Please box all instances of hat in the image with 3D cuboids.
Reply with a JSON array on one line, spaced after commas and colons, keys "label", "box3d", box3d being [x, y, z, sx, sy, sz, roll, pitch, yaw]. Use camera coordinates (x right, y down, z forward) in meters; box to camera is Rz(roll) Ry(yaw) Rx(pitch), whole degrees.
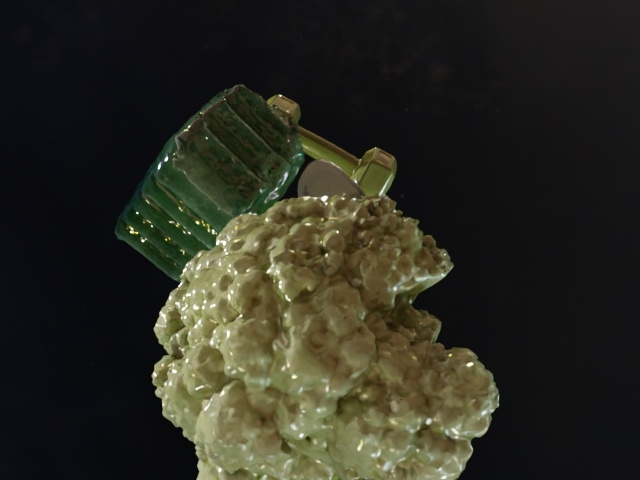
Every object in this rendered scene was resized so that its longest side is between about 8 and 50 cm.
[{"label": "hat", "box3d": [0.000, 0.000, 0.915, 0.149, 0.214, 0.245, -32, -127, -31]}]

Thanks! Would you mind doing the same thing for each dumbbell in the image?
[{"label": "dumbbell", "box3d": [0.009, -0.182, 1.120, 0.302, 0.108, 0.121, 28, -140, -5]}]

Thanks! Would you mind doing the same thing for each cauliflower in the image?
[{"label": "cauliflower", "box3d": [-0.001, 0.114, 0.456, 0.260, 0.327, 0.281, -50, -56, -22]}]

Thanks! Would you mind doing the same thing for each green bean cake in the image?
[{"label": "green bean cake", "box3d": [-0.139, -0.107, 0.834, 0.169, 0.308, 0.300, 41, -127, -11]}]
